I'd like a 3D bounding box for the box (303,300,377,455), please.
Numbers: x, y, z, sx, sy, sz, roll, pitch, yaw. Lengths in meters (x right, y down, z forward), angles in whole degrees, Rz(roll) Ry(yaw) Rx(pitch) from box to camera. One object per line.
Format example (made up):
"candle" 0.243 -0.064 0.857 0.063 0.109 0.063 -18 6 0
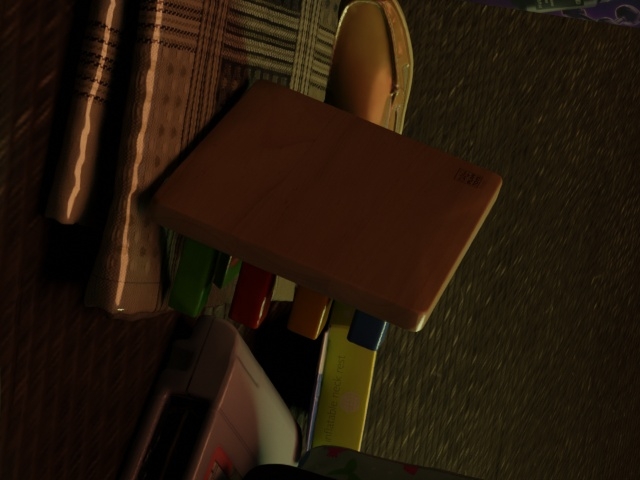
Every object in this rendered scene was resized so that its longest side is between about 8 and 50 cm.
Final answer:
"box" 0.018 0.105 1.385 0.178 0.042 0.109 -66 165 -82

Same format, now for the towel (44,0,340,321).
"towel" -0.064 -0.111 1.133 0.312 0.056 0.324 2 97 -72

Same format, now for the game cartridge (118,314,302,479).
"game cartridge" -0.091 0.219 1.217 0.196 0.060 0.294 68 38 -62

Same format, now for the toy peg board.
"toy peg board" 0.000 0.000 1.063 0.161 0.160 0.079 -55 165 -54

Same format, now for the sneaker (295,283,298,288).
"sneaker" -0.010 -0.018 1.316 0.118 0.042 0.067 84 23 -43

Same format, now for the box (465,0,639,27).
"box" 0.218 -0.274 1.544 0.153 0.207 0.108 78 31 -47

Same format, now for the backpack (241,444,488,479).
"backpack" 0.041 0.268 1.195 0.191 0.225 0.254 -47 139 -50

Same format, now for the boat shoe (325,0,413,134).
"boat shoe" 0.032 -0.092 1.328 0.072 0.068 0.190 -81 170 -54
